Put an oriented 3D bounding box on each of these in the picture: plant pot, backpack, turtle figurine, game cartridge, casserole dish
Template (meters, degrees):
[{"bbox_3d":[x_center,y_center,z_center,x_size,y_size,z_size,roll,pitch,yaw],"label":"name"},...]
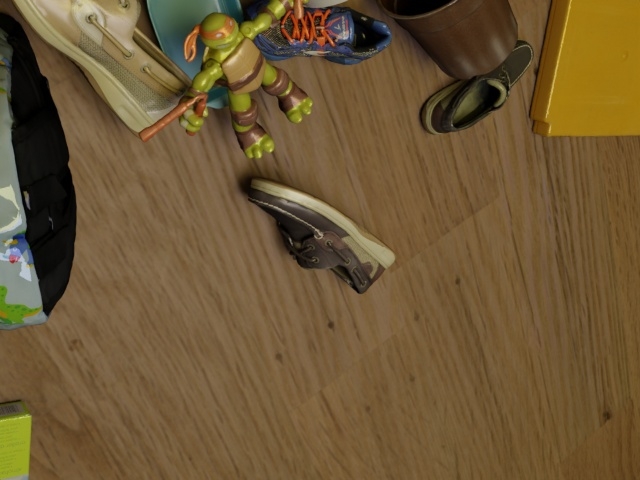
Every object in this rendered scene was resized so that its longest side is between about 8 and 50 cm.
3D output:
[{"bbox_3d":[0.184,-0.317,1.126,0.167,0.167,0.165,-53,137,-5],"label":"plant pot"},{"bbox_3d":[-0.329,-0.047,0.738,0.273,0.355,0.290,-10,115,-31],"label":"backpack"},{"bbox_3d":[-0.098,-0.184,0.936,0.270,0.087,0.217,-56,153,-13],"label":"turtle figurine"},{"bbox_3d":[0.505,-0.322,1.421,0.323,0.052,0.285,-4,112,-32],"label":"game cartridge"},{"bbox_3d":[-0.146,-0.250,0.989,0.114,0.037,0.188,-31,123,-21],"label":"casserole dish"}]

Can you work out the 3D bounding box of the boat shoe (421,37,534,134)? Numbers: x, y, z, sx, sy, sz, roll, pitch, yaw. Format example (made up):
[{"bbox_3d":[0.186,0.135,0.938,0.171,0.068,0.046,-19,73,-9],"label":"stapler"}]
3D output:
[{"bbox_3d":[0.256,-0.230,1.260,0.223,0.073,0.080,-38,126,-17],"label":"boat shoe"}]

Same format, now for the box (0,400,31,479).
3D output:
[{"bbox_3d":[-0.419,0.293,1.018,0.109,0.042,0.178,-3,111,-34],"label":"box"}]

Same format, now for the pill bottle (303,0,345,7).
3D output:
[{"bbox_3d":[-0.032,-0.428,0.904,0.176,0.176,0.319,-42,127,-14],"label":"pill bottle"}]

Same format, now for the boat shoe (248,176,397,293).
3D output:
[{"bbox_3d":[0.000,0.000,1.159,0.285,0.102,0.092,31,85,-46],"label":"boat shoe"}]

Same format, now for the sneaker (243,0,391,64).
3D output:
[{"bbox_3d":[0.000,-0.269,1.039,0.221,0.087,0.083,-9,97,-38],"label":"sneaker"}]

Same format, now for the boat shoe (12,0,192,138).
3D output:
[{"bbox_3d":[-0.238,-0.237,0.868,0.098,0.109,0.302,-32,133,6],"label":"boat shoe"}]
